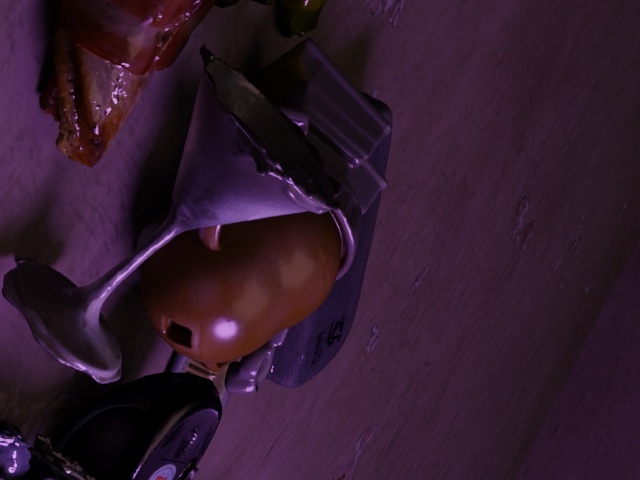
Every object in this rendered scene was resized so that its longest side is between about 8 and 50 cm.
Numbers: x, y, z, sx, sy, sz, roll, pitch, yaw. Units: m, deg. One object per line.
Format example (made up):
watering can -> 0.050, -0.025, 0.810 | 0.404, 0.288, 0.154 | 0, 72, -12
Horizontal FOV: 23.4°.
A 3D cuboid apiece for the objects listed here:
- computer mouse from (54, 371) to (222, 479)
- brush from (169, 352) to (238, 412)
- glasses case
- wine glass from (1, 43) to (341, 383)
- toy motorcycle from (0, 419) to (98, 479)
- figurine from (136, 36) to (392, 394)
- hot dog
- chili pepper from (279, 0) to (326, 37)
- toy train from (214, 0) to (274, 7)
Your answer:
computer mouse -> -0.184, 0.204, 1.365 | 0.233, 0.096, 0.137 | -52, 156, -4
brush -> -0.145, 0.209, 1.518 | 0.297, 0.060, 0.068 | -67, 162, 0
glasses case -> 0.000, 0.000, 1.628 | 0.131, 0.074, 0.323 | -37, 145, -50
wine glass -> -0.114, -0.009, 1.153 | 0.232, 0.156, 0.156 | -40, 163, 13
toy motorcycle -> -0.260, 0.248, 1.211 | 0.204, 0.108, 0.239 | -41, 123, 3
figurine -> -0.053, -0.011, 1.361 | 0.285, 0.167, 0.342 | -60, 140, -39
hot dog -> -0.132, -0.176, 1.093 | 0.261, 0.093, 0.123 | -54, 170, 11
chili pepper -> -0.008, -0.259, 1.375 | 0.052, 0.050, 0.202 | -7, 129, -24
toy train -> -0.038, -0.291, 1.202 | 0.137, 0.090, 0.225 | -21, 131, -67
